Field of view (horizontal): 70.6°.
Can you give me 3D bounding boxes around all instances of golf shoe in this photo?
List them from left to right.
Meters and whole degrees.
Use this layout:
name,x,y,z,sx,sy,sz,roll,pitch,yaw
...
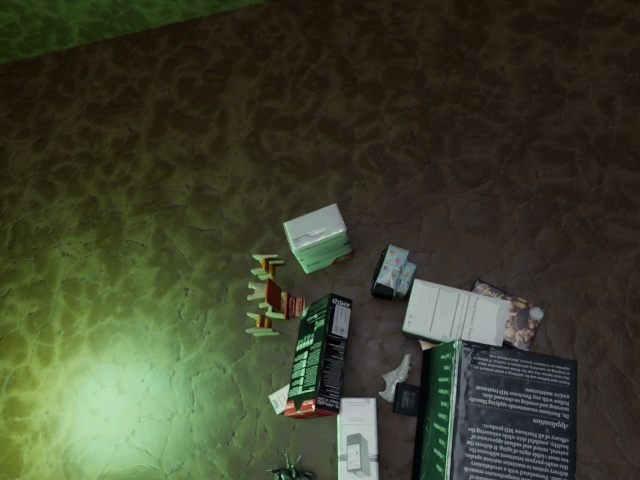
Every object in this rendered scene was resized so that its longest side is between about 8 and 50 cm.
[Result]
name,x,y,z,sx,sy,sz,roll,pitch,yaw
golf shoe,0.253,0.456,1.521,0.086,0.069,0.176,17,72,21

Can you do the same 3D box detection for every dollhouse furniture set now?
name,x,y,z,sx,sy,sz,roll,pitch,yaw
dollhouse furniture set,-0.148,0.203,1.576,0.135,0.259,0.262,-2,70,12

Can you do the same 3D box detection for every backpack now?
name,x,y,z,sx,sy,sz,roll,pitch,yaw
backpack,0.261,0.112,1.591,0.144,0.166,0.188,11,76,11

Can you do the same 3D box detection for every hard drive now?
name,x,y,z,sx,sy,sz,roll,pitch,yaw
hard drive,0.299,0.520,1.467,0.135,0.022,0.094,19,72,-24

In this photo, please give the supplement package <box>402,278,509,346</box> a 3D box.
name,x,y,z,sx,sy,sz,roll,pitch,yaw
supplement package,0.429,0.254,1.460,0.293,0.177,0.175,13,76,14

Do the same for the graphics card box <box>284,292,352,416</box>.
name,x,y,z,sx,sy,sz,roll,pitch,yaw
graphics card box,-0.007,0.379,1.472,0.094,0.233,0.371,19,59,-19

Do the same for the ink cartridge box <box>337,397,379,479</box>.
name,x,y,z,sx,sy,sz,roll,pitch,yaw
ink cartridge box,0.120,0.639,1.396,0.121,0.211,0.289,-2,70,7

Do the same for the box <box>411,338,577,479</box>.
name,x,y,z,sx,sy,sz,roll,pitch,yaw
box,0.432,0.539,1.213,0.297,0.480,0.472,10,75,6

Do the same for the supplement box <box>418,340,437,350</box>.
name,x,y,z,sx,sy,sz,roll,pitch,yaw
supplement box,0.366,0.326,1.563,0.062,0.036,0.098,-17,68,3

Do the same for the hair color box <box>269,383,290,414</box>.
name,x,y,z,sx,sy,sz,roll,pitch,yaw
hair color box,-0.098,0.534,1.560,0.141,0.043,0.072,-29,68,-3

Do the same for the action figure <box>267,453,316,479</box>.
name,x,y,z,sx,sy,sz,roll,pitch,yaw
action figure,-0.100,0.809,1.395,0.164,0.276,0.141,18,111,-9

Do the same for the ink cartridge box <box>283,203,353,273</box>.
name,x,y,z,sx,sy,sz,roll,pitch,yaw
ink cartridge box,0.000,0.000,1.619,0.197,0.273,0.114,-21,68,1

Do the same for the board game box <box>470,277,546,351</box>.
name,x,y,z,sx,sy,sz,roll,pitch,yaw
board game box,0.615,0.257,1.544,0.243,0.042,0.165,26,76,17
